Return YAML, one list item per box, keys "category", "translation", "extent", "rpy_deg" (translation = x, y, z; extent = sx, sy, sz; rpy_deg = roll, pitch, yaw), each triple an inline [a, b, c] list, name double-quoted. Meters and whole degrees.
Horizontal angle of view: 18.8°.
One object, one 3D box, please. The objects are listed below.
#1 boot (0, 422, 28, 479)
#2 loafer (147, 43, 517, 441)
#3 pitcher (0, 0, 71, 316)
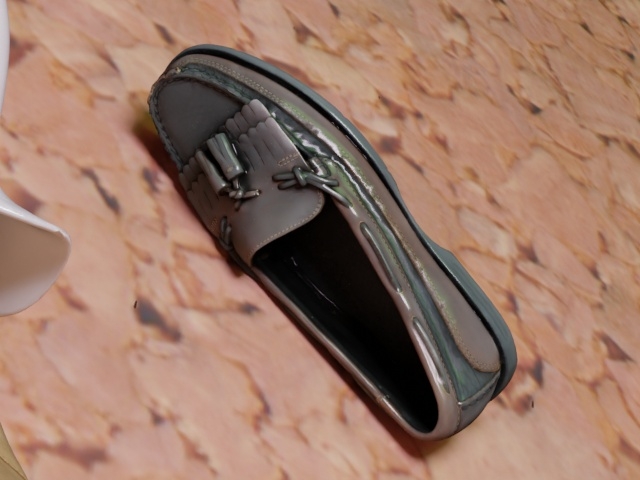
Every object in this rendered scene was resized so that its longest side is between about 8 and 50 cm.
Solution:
- category: "boot"
  translation: [-0.146, 0.150, 0.698]
  extent: [0.236, 0.089, 0.269]
  rpy_deg: [-6, 55, -53]
- category: "loafer"
  translation: [0.000, 0.000, 1.076]
  extent: [0.267, 0.096, 0.084]
  rpy_deg: [45, 35, 1]
- category: "pitcher"
  translation: [-0.212, -0.068, 0.812]
  extent: [0.177, 0.125, 0.207]
  rpy_deg: [-3, 58, -29]
